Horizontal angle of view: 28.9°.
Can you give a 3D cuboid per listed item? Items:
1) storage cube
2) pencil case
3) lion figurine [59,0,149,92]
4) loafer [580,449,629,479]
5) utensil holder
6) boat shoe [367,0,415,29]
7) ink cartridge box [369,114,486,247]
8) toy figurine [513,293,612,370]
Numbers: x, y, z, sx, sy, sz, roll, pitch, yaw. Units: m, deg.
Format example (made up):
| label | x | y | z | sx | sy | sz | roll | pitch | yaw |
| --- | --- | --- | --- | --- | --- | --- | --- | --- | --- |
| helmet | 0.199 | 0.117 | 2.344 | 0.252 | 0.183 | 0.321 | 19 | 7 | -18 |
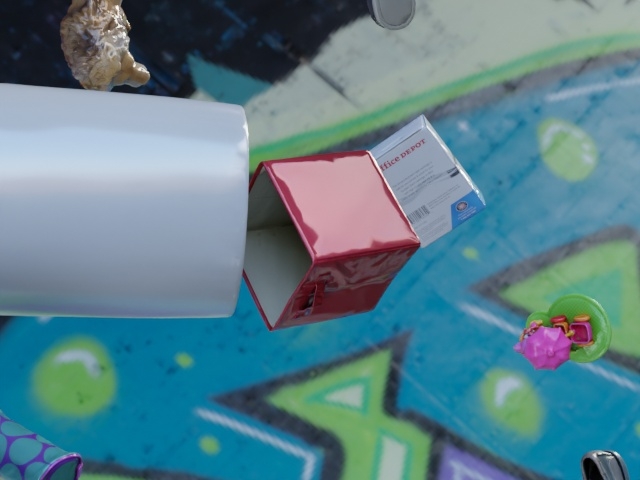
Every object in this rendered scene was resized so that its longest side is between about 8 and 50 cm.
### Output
| label | x | y | z | sx | sy | sz | roll | pitch | yaw |
| --- | --- | --- | --- | --- | --- | --- | --- | --- | --- |
| storage cube | 0.000 | 0.000 | 1.845 | 0.193 | 0.215 | 0.183 | -10 | -32 | -33 |
| pencil case | -0.333 | 0.239 | 1.385 | 0.070 | 0.152 | 0.064 | 2 | -75 | -54 |
| lion figurine | -0.344 | -0.430 | 1.991 | 0.240 | 0.142 | 0.392 | -135 | 46 | -79 |
| loafer | 0.488 | 0.482 | 2.079 | 0.096 | 0.267 | 0.084 | -27 | -27 | 31 |
| utensil holder | -0.306 | -0.050 | 1.708 | 0.327 | 0.386 | 0.327 | -177 | 90 | -81 |
| boat shoe | 0.074 | -0.363 | 1.521 | 0.075 | 0.206 | 0.065 | -11 | 20 | -14 |
| ink cartridge box | 0.183 | -0.105 | 2.209 | 0.140 | 0.190 | 0.082 | -34 | 17 | 15 |
| toy figurine | 0.402 | 0.175 | 2.197 | 0.173 | 0.130 | 0.159 | -3 | 9 | 40 |
